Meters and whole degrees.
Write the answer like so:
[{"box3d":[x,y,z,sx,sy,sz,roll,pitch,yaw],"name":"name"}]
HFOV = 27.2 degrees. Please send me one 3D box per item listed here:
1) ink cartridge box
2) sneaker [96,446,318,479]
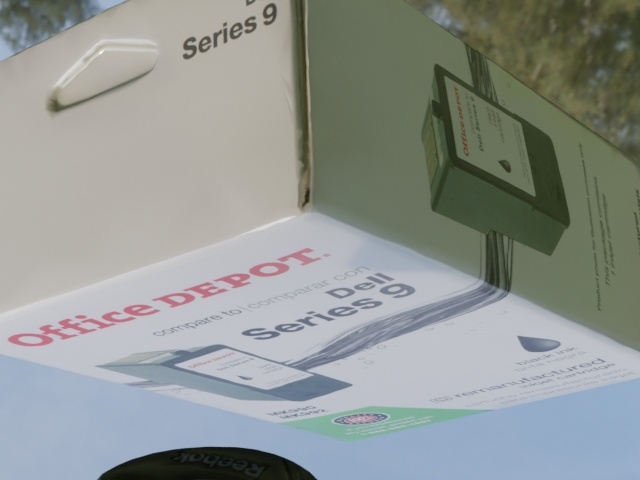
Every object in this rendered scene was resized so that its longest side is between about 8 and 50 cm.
[{"box3d":[0.000,0.000,0.618,0.289,0.211,0.121,22,-123,-47],"name":"ink cartridge box"},{"box3d":[-0.033,0.201,0.334,0.111,0.129,0.297,2,-134,10],"name":"sneaker"}]
